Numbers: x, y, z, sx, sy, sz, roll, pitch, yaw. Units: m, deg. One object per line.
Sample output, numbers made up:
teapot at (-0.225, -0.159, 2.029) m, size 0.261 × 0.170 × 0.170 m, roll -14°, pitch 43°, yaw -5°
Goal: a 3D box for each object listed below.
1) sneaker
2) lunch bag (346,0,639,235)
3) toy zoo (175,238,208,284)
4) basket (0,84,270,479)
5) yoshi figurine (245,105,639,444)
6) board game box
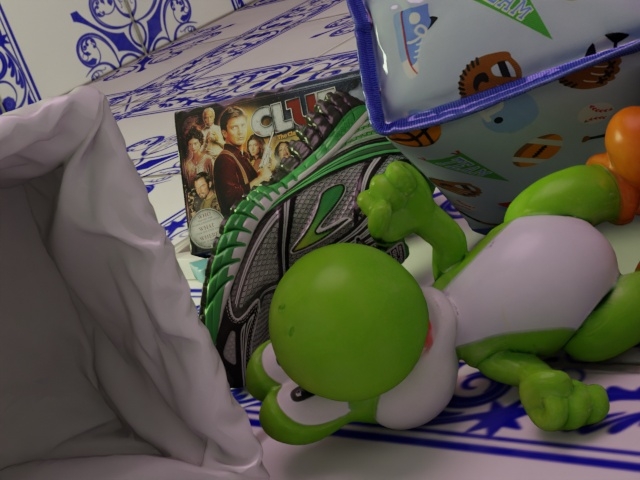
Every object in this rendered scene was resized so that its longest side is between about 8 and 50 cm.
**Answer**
sneaker at (0.000, 0.000, 1.132) m, size 0.146 × 0.134 × 0.343 m, roll 25°, pitch 59°, yaw 16°
lunch bag at (0.254, -0.171, 1.059) m, size 0.385 × 0.239 × 0.328 m, roll -18°, pitch -20°, yaw 16°
toy zoo at (-0.058, -0.019, 1.452) m, size 0.192 × 0.030 × 0.293 m, roll -7°, pitch 22°, yaw 34°
basket at (-0.269, 0.097, 0.885) m, size 0.328 × 0.331 × 0.266 m, roll -26°, pitch 13°, yaw -19°
yoshi figurine at (0.112, 0.037, 0.862) m, size 0.362 × 0.203 × 0.203 m, roll -24°, pitch 25°, yaw -3°
board game box at (-0.033, -0.083, 1.306) m, size 0.243 × 0.165 × 0.042 m, roll -11°, pitch -10°, yaw 17°
